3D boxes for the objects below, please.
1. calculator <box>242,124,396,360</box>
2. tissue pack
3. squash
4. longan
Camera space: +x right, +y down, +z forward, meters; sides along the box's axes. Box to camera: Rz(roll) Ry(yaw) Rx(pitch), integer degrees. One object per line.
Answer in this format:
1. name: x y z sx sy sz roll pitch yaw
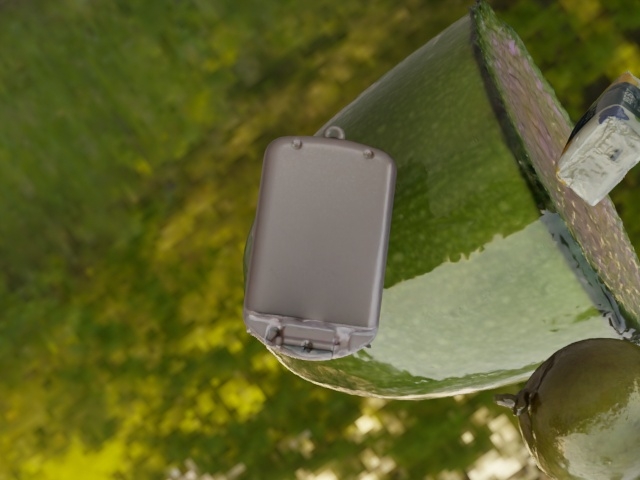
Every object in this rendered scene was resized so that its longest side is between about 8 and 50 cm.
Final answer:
1. calculator: 0.000 0.000 1.315 0.100 0.175 0.032 8 166 -3
2. tissue pack: 0.188 -0.067 1.178 0.062 0.042 0.083 -52 -178 30
3. squash: 0.068 0.007 1.471 0.308 0.310 0.310 -27 179 15
4. longan: 0.113 0.074 0.786 0.083 0.075 0.075 11 165 -10
